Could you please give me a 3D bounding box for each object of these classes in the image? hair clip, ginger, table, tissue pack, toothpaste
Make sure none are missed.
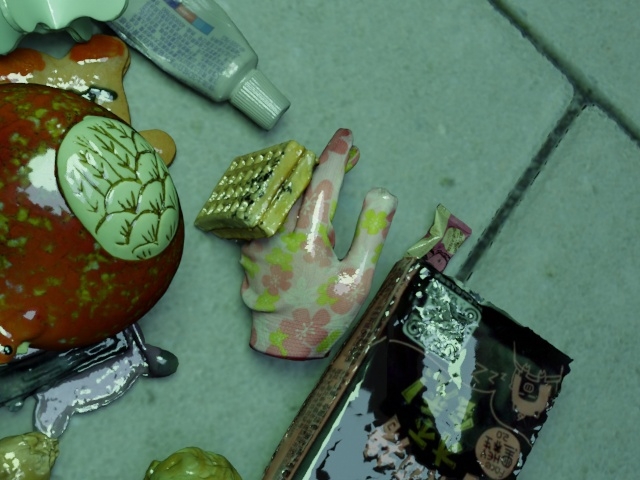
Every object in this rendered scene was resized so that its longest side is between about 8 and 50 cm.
[{"bbox_3d":[-0.257,0.115,0.796,0.187,0.056,0.146,-29,94,-28],"label":"hair clip"},{"bbox_3d":[-0.337,0.227,0.735,0.190,0.069,0.095,-11,92,-11],"label":"ginger"},{"bbox_3d":[-0.277,-0.286,0.741,0.167,0.166,0.198,-18,98,-20],"label":"table"},{"bbox_3d":[0.105,0.208,0.878,0.245,0.123,0.332,35,71,-8],"label":"tissue pack"},{"bbox_3d":[-0.149,-0.226,0.860,0.282,0.068,0.099,41,40,-3],"label":"toothpaste"}]

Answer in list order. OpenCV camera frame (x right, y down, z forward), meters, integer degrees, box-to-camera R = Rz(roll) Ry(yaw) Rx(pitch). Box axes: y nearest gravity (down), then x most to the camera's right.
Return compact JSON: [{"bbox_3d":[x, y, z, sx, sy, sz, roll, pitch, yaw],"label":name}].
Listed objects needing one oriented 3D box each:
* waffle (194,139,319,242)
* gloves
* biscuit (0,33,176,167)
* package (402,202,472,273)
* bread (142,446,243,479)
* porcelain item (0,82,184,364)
[{"bbox_3d":[-0.069,-0.049,0.821,0.042,0.148,0.102,39,71,-22],"label":"waffle"},{"bbox_3d":[-0.011,0.000,0.836,0.126,0.145,0.241,2,98,-30],"label":"gloves"},{"bbox_3d":[-0.234,-0.092,0.826,0.166,0.036,0.250,-19,92,-19],"label":"biscuit"},{"bbox_3d":[0.142,0.004,0.955,0.059,0.029,0.083,38,84,-20],"label":"package"},{"bbox_3d":[-0.090,0.308,0.794,0.088,0.128,0.231,-36,99,-35],"label":"bread"},{"bbox_3d":[-0.245,-0.001,0.676,0.253,0.253,0.252,2,84,-19],"label":"porcelain item"}]
